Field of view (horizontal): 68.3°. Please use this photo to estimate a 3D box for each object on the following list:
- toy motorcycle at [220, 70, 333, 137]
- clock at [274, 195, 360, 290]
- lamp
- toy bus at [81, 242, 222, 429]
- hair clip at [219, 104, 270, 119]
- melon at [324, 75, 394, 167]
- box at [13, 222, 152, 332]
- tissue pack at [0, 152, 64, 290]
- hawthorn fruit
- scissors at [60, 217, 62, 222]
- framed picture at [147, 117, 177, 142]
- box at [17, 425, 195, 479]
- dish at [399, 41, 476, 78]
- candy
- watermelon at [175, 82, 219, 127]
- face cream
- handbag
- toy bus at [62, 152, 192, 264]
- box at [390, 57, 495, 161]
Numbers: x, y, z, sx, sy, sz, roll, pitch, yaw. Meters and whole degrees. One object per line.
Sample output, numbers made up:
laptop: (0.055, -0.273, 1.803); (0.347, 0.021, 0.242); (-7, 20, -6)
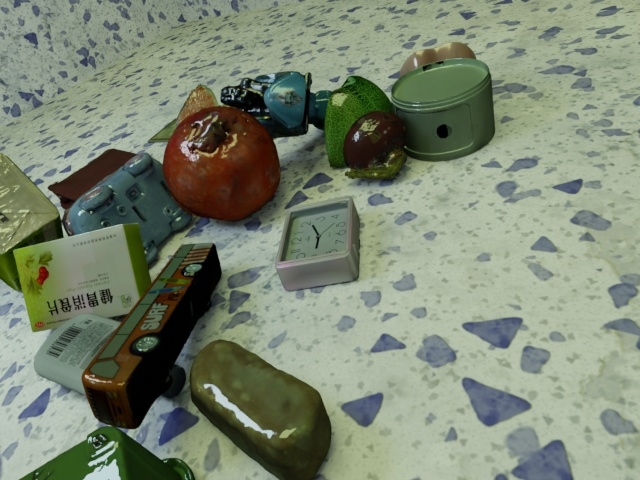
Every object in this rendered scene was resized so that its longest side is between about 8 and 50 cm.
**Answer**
toy motorcycle: (-0.043, -0.338, 1.207); (0.232, 0.172, 0.416); (15, 13, 42)
clock: (0.000, 0.000, 0.926); (0.150, 0.063, 0.197); (-10, 38, 14)
lamp: (0.131, -0.210, 1.063); (0.156, 0.157, 0.135); (-32, 56, -25)
toy bus: (-0.255, 0.129, 0.791); (0.092, 0.093, 0.409); (0, 26, 6)
hair clip: (-0.261, -0.386, 1.509); (0.138, 0.091, 0.321); (-40, 40, -20)
melon: (0.115, -0.316, 1.181); (0.129, 0.169, 0.265); (10, 48, 32)
box: (-0.479, 0.076, 0.960); (0.260, 0.175, 0.062); (-12, 1, 11)
tissue pack: (-0.720, -0.033, 1.086); (0.167, 0.200, 0.274); (-46, 2, -31)
hawthorn fruit: (-0.219, -0.188, 1.065); (0.276, 0.307, 0.276); (4, 70, -12)
scissors: (-0.851, -0.047, 1.414); (0.176, 0.022, 0.085); (8, 47, 28)
framed picture: (-0.496, -0.404, 1.707); (0.231, 0.010, 0.173); (6, 44, 31)
box: (-0.240, 0.373, 0.474); (0.252, 0.178, 0.328); (-29, 38, -14)
dish: (0.316, -0.415, 1.247); (0.213, 0.213, 0.091); (-11, 71, 12)
candy: (-0.089, 0.227, 0.650); (0.234, 0.104, 0.102); (17, 45, 38)
watermelon: (-0.390, -0.366, 1.523); (0.146, 0.128, 0.231); (-37, 30, 65)
face cream: (-0.360, 0.207, 0.822); (0.291, 0.071, 0.144); (7, 43, 26)
handbag: (-0.660, -0.181, 1.453); (0.275, 0.084, 0.260); (15, 46, 37)
toy bus: (-0.481, -0.064, 1.139); (0.231, 0.197, 0.294); (-4, 40, 37)
box: (0.287, -0.309, 1.110); (0.226, 0.149, 0.226); (-13, 37, 11)
